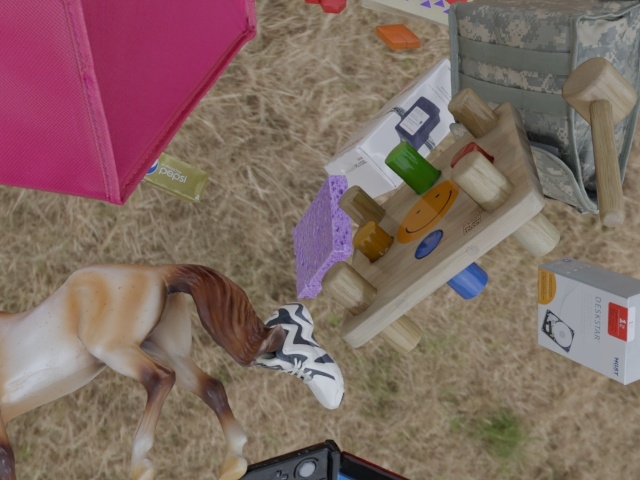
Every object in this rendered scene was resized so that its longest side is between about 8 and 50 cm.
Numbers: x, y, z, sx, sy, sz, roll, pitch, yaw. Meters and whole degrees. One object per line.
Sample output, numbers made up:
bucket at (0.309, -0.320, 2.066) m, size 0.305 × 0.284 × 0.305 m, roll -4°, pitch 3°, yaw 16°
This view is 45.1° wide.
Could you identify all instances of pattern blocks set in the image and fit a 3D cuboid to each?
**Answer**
pattern blocks set at (0.163, -0.414, 1.279) m, size 0.325 × 0.026 × 0.285 m, roll 28°, pitch 61°, yaw 15°

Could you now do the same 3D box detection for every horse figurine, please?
horse figurine at (-0.145, 0.078, 0.441) m, size 0.263 × 0.174 × 0.066 m, roll -23°, pitch 148°, yaw 3°

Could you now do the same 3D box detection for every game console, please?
game console at (0.005, 0.236, 0.590) m, size 0.124 × 0.085 × 0.144 m, roll -11°, pitch 118°, yaw -25°

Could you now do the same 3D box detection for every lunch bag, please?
lunch bag at (0.306, -0.189, 1.075) m, size 0.169 × 0.235 × 0.287 m, roll -20°, pitch 119°, yaw -26°

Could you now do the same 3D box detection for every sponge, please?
sponge at (0.000, 0.000, 1.133) m, size 0.031 × 0.210 × 0.117 m, roll 2°, pitch 68°, yaw -15°

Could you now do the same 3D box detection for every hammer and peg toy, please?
hammer and peg toy at (0.161, -0.055, 0.823) m, size 0.127 × 0.266 × 0.361 m, roll 42°, pitch 118°, yaw -16°

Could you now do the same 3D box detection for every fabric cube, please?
fabric cube at (-0.207, -0.206, 0.485) m, size 0.258 × 0.254 × 0.259 m, roll 8°, pitch 129°, yaw 11°

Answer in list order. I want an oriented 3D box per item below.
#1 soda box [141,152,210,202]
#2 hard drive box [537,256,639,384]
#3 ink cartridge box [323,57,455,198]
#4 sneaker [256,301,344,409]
soda box at (-0.288, -0.124, 1.345) m, size 0.181 × 0.061 × 0.058 m, roll 23°, pitch 80°, yaw -32°
hard drive box at (0.543, 0.151, 1.524) m, size 0.089 × 0.232 × 0.181 m, roll -13°, pitch 108°, yaw -26°
ink cartridge box at (0.138, -0.186, 1.344) m, size 0.100 × 0.172 × 0.237 m, roll 47°, pitch 72°, yaw -8°
sneaker at (-0.057, 0.253, 1.550) m, size 0.153 × 0.094 × 0.234 m, roll -24°, pitch 93°, yaw -41°
